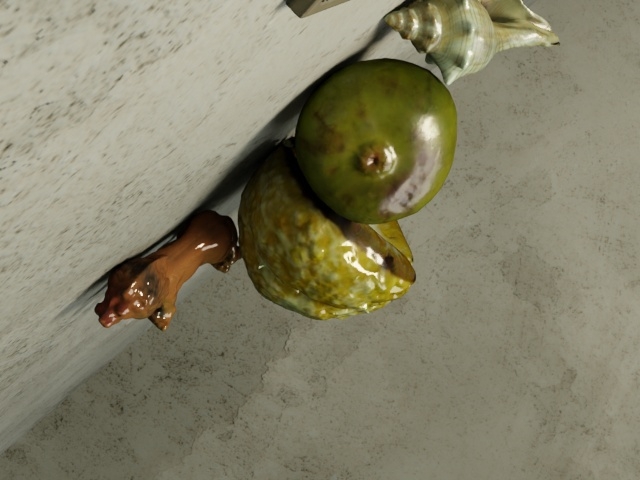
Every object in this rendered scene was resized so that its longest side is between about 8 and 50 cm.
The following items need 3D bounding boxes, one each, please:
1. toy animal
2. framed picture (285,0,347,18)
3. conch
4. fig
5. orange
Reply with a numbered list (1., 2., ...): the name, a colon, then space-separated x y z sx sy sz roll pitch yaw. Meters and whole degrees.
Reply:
1. toy animal: -0.199 0.037 1.338 0.312 0.097 0.157 -42 175 -40
2. framed picture: 0.093 -0.264 0.763 0.192 0.018 0.265 -42 179 34
3. conch: 0.168 -0.264 1.164 0.114 0.137 0.234 -9 -168 46
4. fig: 0.071 -0.134 1.214 0.203 0.203 0.225 -41 -163 24
5. orange: 0.000 0.000 1.417 0.210 0.271 0.369 -49 -177 12
